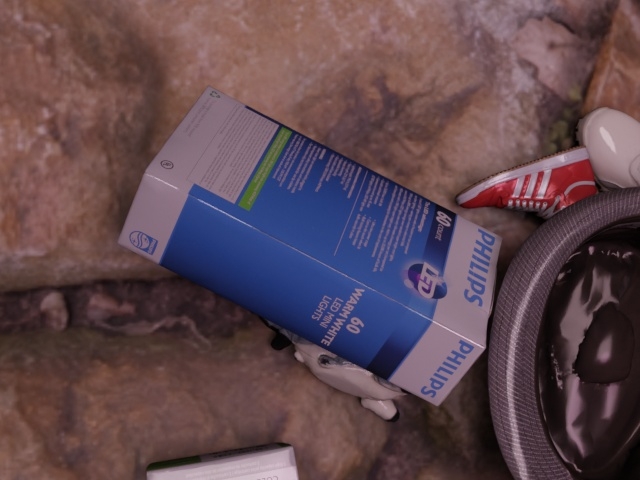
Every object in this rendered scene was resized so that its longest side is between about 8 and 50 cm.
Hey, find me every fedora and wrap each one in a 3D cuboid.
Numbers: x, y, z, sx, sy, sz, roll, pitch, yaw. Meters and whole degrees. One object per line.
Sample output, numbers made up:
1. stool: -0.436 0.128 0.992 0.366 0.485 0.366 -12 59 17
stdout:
1. fedora: 0.231 0.100 0.734 0.243 0.124 0.276 5 80 -8

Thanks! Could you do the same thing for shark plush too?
1. shark plush: 0.020 0.086 0.759 0.161 0.073 0.067 16 59 15

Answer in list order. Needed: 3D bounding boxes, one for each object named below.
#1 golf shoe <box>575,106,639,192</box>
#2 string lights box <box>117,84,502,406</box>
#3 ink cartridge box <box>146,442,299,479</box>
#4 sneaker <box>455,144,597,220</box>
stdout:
1. golf shoe: 0.286 -0.046 0.785 0.069 0.086 0.176 -41 87 -10
2. string lights box: 0.000 0.000 0.709 0.259 0.077 0.133 28 38 -3
3. ink cartridge box: -0.060 0.261 0.700 0.108 0.062 0.209 -7 83 -10
4. sneaker: 0.175 -0.030 0.788 0.118 0.042 0.067 -19 88 -6
